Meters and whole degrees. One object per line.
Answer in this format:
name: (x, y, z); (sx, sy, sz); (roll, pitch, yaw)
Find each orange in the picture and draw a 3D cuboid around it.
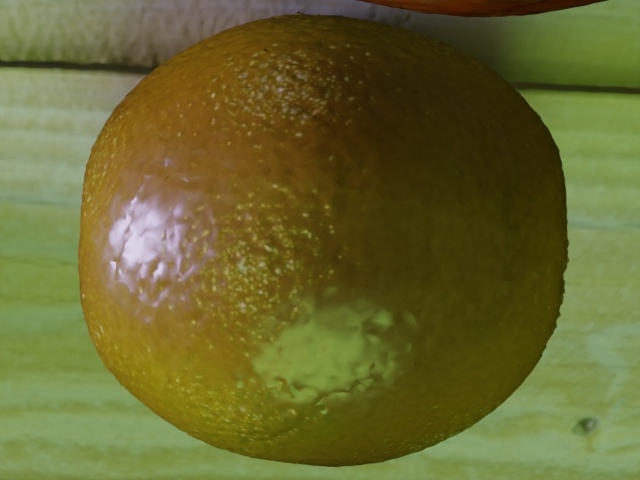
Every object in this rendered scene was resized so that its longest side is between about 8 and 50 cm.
orange: (0.000, 0.000, 0.895); (0.236, 0.236, 0.236); (-2, 148, -1)

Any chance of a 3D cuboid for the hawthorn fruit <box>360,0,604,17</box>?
hawthorn fruit: (0.047, -0.173, 0.605); (0.231, 0.235, 0.263); (14, 146, -28)
